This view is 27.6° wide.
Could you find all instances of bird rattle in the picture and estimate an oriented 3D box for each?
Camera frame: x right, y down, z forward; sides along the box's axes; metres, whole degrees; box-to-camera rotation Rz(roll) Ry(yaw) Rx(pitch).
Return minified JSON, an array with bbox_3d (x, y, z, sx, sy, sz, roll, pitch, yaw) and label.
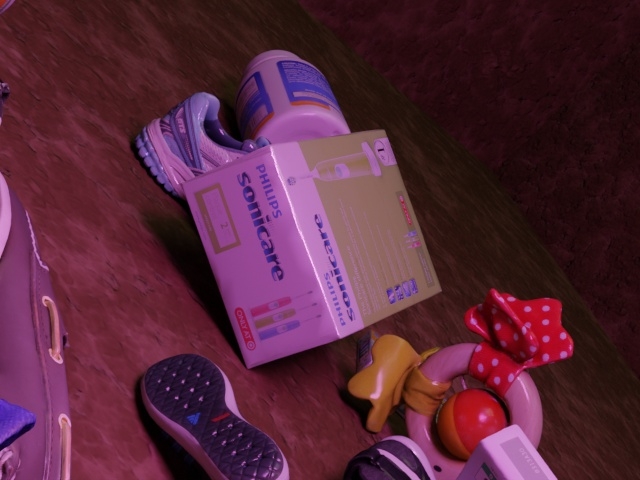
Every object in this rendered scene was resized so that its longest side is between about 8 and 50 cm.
[{"bbox_3d":[0.174,0.174,1.467,0.143,0.253,0.207,6,67,-68],"label":"bird rattle"}]

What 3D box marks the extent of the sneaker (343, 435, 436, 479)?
[{"bbox_3d":[0.090,0.295,1.228,0.217,0.079,0.121,55,30,14],"label":"sneaker"}]

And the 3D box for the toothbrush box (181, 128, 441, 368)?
[{"bbox_3d":[0.000,0.000,1.419,0.283,0.122,0.206,-18,88,-64],"label":"toothbrush box"}]

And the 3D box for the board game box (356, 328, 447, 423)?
[{"bbox_3d":[0.108,0.189,1.629,0.154,0.026,0.103,44,15,-12],"label":"board game box"}]

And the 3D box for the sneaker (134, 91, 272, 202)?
[{"bbox_3d":[-0.091,-0.054,1.522,0.283,0.122,0.110,48,14,4],"label":"sneaker"}]

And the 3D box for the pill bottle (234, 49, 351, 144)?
[{"bbox_3d":[-0.047,-0.180,1.933,0.152,0.152,0.272,39,16,-28],"label":"pill bottle"}]

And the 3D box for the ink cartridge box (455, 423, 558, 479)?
[{"bbox_3d":[0.188,0.314,1.271,0.056,0.225,0.181,-16,57,-31],"label":"ink cartridge box"}]

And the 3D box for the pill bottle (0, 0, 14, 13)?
[{"bbox_3d":[-0.390,-0.277,1.245,0.136,0.136,0.245,47,15,2],"label":"pill bottle"}]

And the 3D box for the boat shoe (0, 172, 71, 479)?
[{"bbox_3d":[-0.219,0.071,0.853,0.096,0.116,0.324,42,18,-35],"label":"boat shoe"}]

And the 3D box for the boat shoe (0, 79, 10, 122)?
[{"bbox_3d":[-0.314,-0.119,1.155,0.070,0.078,0.219,41,14,-16],"label":"boat shoe"}]

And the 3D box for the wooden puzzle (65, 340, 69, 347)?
[{"bbox_3d":[-0.229,0.062,1.052,0.049,0.006,0.083,31,21,-47],"label":"wooden puzzle"}]

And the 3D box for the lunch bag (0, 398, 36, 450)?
[{"bbox_3d":[-0.317,0.075,0.344,0.328,0.239,0.385,46,30,-4],"label":"lunch bag"}]

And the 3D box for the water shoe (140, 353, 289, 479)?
[{"bbox_3d":[-0.091,0.169,1.066,0.203,0.073,0.080,44,-35,51],"label":"water shoe"}]
